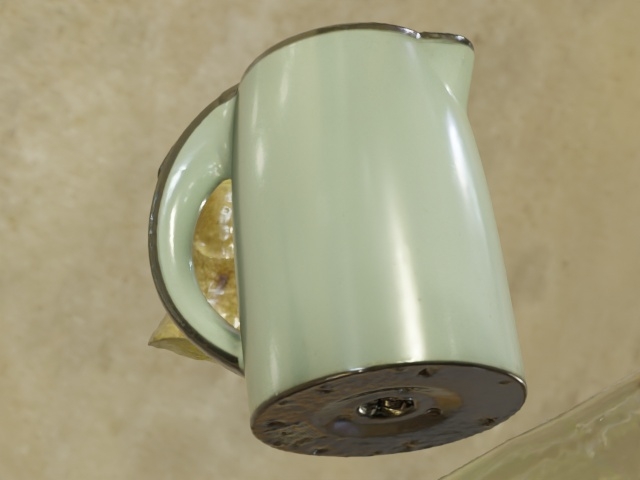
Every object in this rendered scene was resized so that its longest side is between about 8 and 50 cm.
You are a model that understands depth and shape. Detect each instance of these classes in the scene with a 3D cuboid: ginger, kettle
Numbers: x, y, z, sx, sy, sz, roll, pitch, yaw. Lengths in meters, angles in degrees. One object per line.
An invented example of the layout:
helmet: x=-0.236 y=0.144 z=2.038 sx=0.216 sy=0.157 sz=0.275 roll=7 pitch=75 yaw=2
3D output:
ginger: x=-0.063 y=-0.017 z=1.652 sx=0.109 sy=0.116 sz=0.263 roll=26 pitch=68 yaw=-16
kettle: x=0.000 y=0.000 z=1.177 sx=0.161 sy=0.221 sz=0.236 roll=40 pitch=39 yaw=-60

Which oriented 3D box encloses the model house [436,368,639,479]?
model house: x=0.157 y=0.190 z=1.010 sx=0.229 sy=0.122 sz=0.188 roll=-30 pitch=119 yaw=-10
